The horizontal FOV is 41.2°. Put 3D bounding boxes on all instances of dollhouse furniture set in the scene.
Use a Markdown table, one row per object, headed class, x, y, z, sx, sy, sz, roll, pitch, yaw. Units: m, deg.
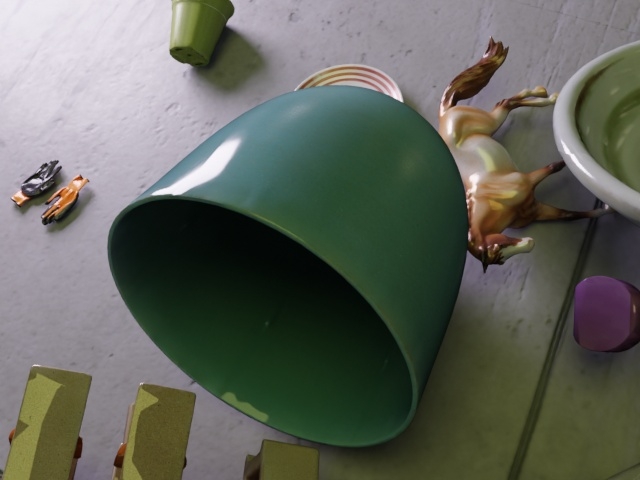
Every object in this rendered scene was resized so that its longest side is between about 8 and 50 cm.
| class | x | y | z | sx | sy | sz | roll | pitch | yaw |
| --- | --- | --- | --- | --- | --- | --- | --- | --- | --- |
| dollhouse furniture set | -0.135 | 0.219 | 0.682 | 0.259 | 0.262 | 0.135 | 13 | 62 | -12 |

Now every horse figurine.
| class | x | y | z | sx | sy | sz | roll | pitch | yaw |
| --- | --- | --- | --- | --- | --- | --- | --- | --- | --- |
| horse figurine | 0.194 | -0.092 | 0.897 | 0.174 | 0.066 | 0.263 | -18 | 60 | -6 |

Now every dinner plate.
| class | x | y | z | sx | sy | sz | roll | pitch | yaw |
| --- | --- | --- | --- | --- | --- | --- | --- | --- | --- |
| dinner plate | 0.027 | -0.147 | 0.990 | 0.141 | 0.017 | 0.141 | -5 | 60 | 8 |

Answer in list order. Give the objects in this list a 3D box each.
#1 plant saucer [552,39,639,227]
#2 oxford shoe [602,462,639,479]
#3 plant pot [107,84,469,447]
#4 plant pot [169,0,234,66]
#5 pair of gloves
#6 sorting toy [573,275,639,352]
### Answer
| class | x | y | z | sx | sy | sz | roll | pitch | yaw |
| --- | --- | --- | --- | --- | --- | --- | --- | --- | --- |
| plant saucer | 0.416 | -0.073 | 0.777 | 0.400 | 0.101 | 0.401 | -4 | 37 | 3 |
| oxford shoe | 0.275 | 0.235 | 0.653 | 0.449 | 0.130 | 0.169 | -22 | 54 | -5 |
| plant pot | 0.000 | 0.000 | 0.764 | 0.292 | 0.293 | 0.235 | 19 | 51 | 21 |
| plant pot | -0.157 | -0.264 | 1.067 | 0.083 | 0.083 | 0.079 | 7 | 74 | 16 |
| pair of gloves | -0.321 | -0.058 | 1.014 | 0.083 | 0.010 | 0.074 | 30 | 71 | 28 |
| sorting toy | 0.387 | 0.101 | 0.677 | 0.365 | 0.126 | 0.127 | 15 | 93 | 42 |
